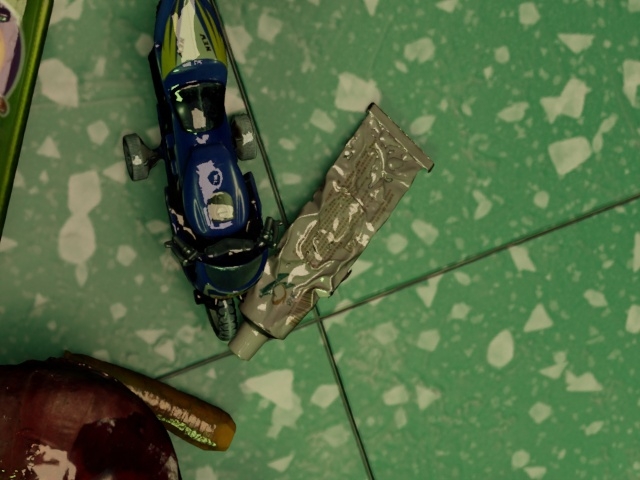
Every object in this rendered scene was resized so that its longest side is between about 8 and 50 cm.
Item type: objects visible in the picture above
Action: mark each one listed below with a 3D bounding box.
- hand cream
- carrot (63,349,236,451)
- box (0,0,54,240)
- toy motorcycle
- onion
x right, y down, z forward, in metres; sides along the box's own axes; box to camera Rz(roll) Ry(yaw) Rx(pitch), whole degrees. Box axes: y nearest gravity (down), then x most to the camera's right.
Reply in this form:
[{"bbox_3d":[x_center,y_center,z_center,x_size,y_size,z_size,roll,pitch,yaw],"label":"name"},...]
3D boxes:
[{"bbox_3d":[0.001,0.000,1.708,0.084,0.050,0.257,40,83,-13],"label":"hand cream"},{"bbox_3d":[-0.155,0.142,1.688,0.170,0.042,0.042,24,91,-15],"label":"carrot"},{"bbox_3d":[-0.322,-0.052,1.590,0.134,0.097,0.345,12,94,-8],"label":"box"},{"bbox_3d":[-0.097,-0.059,1.609,0.113,0.169,0.315,-12,101,-12],"label":"toy motorcycle"},{"bbox_3d":[-0.233,0.221,1.537,0.252,0.219,0.252,1,127,2],"label":"onion"}]
